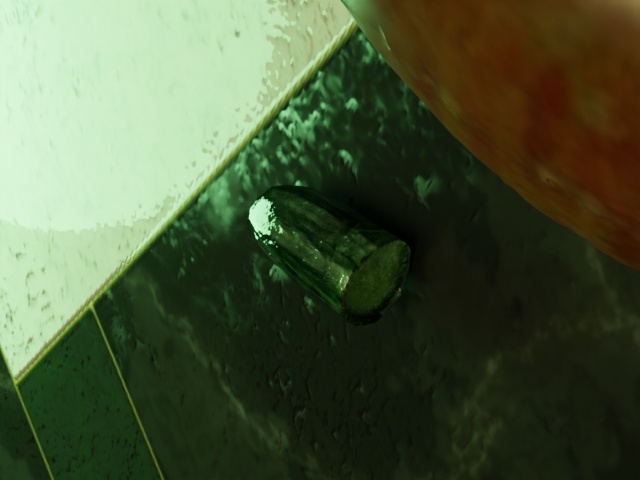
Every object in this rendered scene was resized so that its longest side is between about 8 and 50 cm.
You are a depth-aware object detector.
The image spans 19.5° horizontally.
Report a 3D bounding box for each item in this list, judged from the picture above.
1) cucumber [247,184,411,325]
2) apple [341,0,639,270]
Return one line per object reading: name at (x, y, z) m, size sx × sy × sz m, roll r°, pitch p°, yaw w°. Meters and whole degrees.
cucumber at (0.000, 0.000, 0.913) m, size 0.105 × 0.048 × 0.048 m, roll 36°, pitch 130°, yaw 45°
apple at (0.164, -0.170, 0.386) m, size 0.400 × 0.333 × 0.400 m, roll 19°, pitch 124°, yaw 30°
